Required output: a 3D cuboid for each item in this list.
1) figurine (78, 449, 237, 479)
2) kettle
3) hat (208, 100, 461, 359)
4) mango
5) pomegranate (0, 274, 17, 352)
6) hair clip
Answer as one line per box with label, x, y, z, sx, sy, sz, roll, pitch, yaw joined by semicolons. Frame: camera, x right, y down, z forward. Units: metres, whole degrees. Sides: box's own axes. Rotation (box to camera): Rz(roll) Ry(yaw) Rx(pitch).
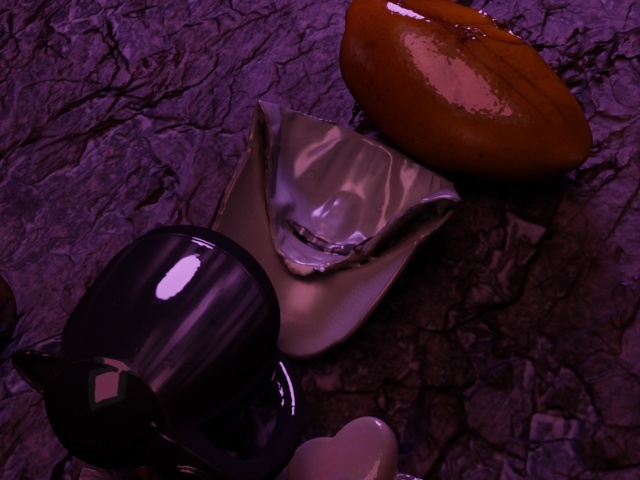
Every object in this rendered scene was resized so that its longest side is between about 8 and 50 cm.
figurine;-0.155;0.291;0.960;0.175;0.115;0.240;-2;39;-31
kettle;-0.162;0.141;0.962;0.207;0.250;0.271;-27;11;23
hat;0.002;-0.005;1.138;0.258;0.168;0.301;27;81;7
mango;0.179;-0.182;1.199;0.350;0.201;0.199;40;101;24
pomegranate;-0.459;0.096;1.168;0.169;0.148;0.148;-19;52;8
hair clip;0.060;0.265;0.968;0.219;0.071;0.159;13;61;26
